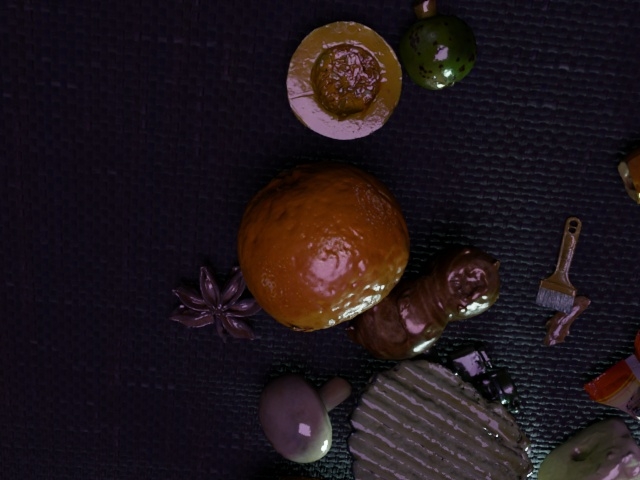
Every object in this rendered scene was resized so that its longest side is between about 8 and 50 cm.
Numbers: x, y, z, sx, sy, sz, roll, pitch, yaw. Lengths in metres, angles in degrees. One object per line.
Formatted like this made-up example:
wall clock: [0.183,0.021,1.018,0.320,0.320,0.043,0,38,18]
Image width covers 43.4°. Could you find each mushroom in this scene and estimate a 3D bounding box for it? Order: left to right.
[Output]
mushroom: [-0.027,0.380,1.805,0.215,0.207,0.207,-29,116,-25]

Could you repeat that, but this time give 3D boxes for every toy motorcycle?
toy motorcycle: [0.321,0.312,1.794,0.205,0.127,0.275,-23,109,4]

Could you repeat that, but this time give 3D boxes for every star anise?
star anise: [-0.211,0.127,1.730,0.212,0.073,0.197,27,115,-16]

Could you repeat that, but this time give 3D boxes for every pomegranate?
pomegranate: [0.216,-0.362,1.489,0.143,0.122,0.169,-11,115,7]

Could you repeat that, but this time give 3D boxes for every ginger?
ginger: [0.207,0.126,1.646,0.357,0.274,0.152,-33,91,10]
ginger: [0.540,0.174,1.787,0.137,0.057,0.044,-56,148,12]

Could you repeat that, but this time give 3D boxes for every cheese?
cheese: [0.653,0.580,1.906,0.247,0.174,0.251,-26,117,9]

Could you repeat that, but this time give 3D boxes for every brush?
brush: [0.525,0.052,1.734,0.082,0.010,0.218,15,112,17]

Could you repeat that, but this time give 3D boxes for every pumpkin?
pumpkin: [0.047,-0.304,1.531,0.217,0.110,0.218,0,102,2]

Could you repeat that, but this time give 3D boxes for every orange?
orange: [0.000,0.000,1.538,0.340,0.340,0.293,-26,103,10]

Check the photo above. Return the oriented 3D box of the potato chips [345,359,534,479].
potato chips: [0.239,0.460,1.720,0.429,0.070,0.358,33,99,-7]

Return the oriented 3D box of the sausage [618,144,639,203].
sausage: [0.772,-0.189,1.587,0.353,0.116,0.134,-25,98,7]

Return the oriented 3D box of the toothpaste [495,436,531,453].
toothpaste: [0.363,0.453,1.895,0.301,0.075,0.048,19,123,-15]

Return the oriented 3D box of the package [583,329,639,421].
package: [0.767,0.340,1.832,0.288,0.108,0.223,28,113,-16]

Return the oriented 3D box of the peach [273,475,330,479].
peach: [-0.036,0.710,1.867,0.342,0.343,0.302,26,129,-12]
